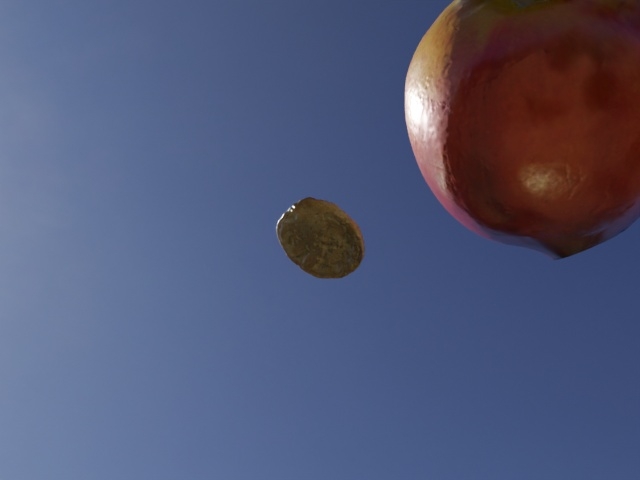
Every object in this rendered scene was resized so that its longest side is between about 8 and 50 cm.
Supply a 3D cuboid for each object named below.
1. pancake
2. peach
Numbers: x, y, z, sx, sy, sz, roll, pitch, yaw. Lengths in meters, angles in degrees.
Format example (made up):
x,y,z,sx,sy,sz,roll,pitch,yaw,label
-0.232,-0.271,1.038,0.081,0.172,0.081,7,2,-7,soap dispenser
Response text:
x,y,z,sx,sy,sz,roll,pitch,yaw,label
0.000,0.000,1.059,0.140,0.022,0.139,13,-53,17,pancake
0.300,-0.157,0.963,0.389,0.388,0.388,3,-47,3,peach
